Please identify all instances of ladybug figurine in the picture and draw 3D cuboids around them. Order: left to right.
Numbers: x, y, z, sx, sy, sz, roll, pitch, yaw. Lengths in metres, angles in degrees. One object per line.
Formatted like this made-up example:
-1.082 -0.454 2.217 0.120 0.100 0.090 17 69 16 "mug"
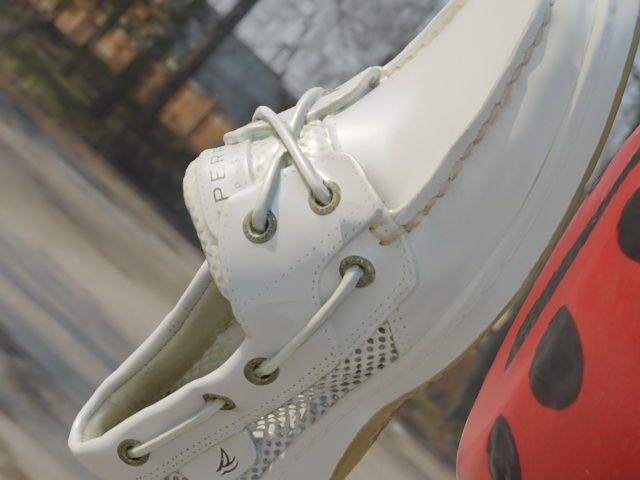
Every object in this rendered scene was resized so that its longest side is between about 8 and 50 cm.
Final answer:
0.197 0.062 1.007 0.162 0.305 0.449 25 -45 0 "ladybug figurine"

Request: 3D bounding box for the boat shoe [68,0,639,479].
0.000 0.000 0.595 0.096 0.277 0.098 25 31 -16 "boat shoe"
